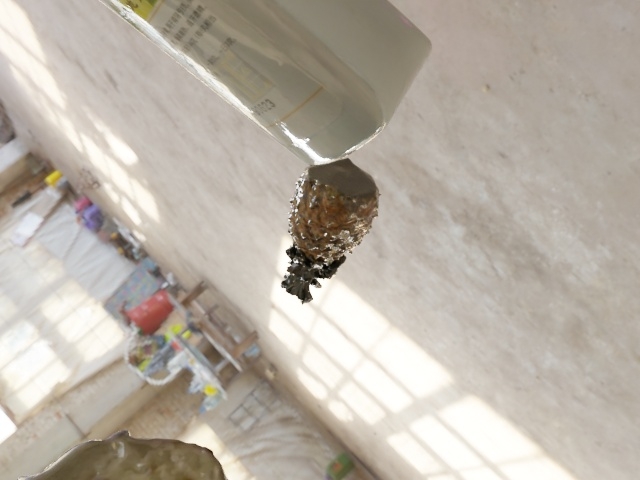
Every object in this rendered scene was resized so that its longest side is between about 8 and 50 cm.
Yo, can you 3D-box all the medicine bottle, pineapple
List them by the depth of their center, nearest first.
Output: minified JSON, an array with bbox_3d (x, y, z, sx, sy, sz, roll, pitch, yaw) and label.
[{"bbox_3d":[-0.085,-0.196,0.573,0.324,0.124,0.179,35,164,-18],"label":"medicine bottle"},{"bbox_3d":[0.000,0.000,0.931,0.108,0.108,0.197,41,128,25],"label":"pineapple"}]

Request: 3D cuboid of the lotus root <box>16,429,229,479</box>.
[{"bbox_3d":[-0.112,0.320,0.638,0.316,0.316,0.250,37,153,35],"label":"lotus root"}]
